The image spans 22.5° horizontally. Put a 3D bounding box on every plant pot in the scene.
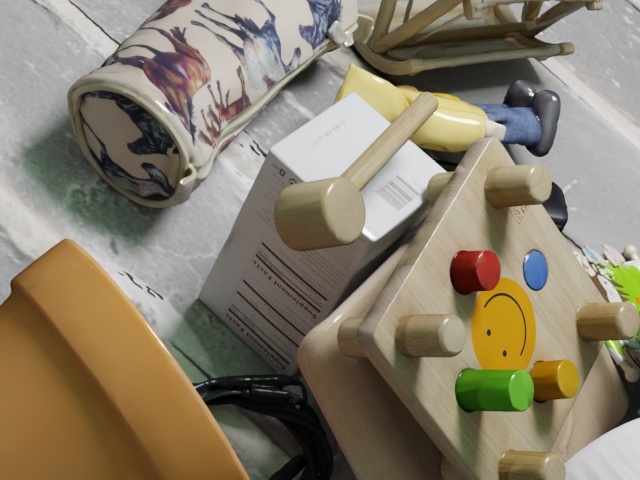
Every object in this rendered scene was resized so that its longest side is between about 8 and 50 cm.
[{"bbox_3d":[-0.211,0.173,1.328,0.203,0.291,0.291,-35,72,-15],"label":"plant pot"}]

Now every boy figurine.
[{"bbox_3d":[0.130,-0.151,1.853,0.285,0.092,0.177,4,17,-30],"label":"boy figurine"}]

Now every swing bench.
[{"bbox_3d":[0.200,-0.301,1.919,0.253,0.254,0.165,-11,63,-31],"label":"swing bench"}]

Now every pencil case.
[{"bbox_3d":[-0.105,-0.194,1.749,0.184,0.160,0.410,25,45,15],"label":"pencil case"}]

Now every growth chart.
[{"bbox_3d":[0.340,0.072,1.793,0.172,0.021,0.237,55,29,16],"label":"growth chart"}]

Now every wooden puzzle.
[{"bbox_3d":[0.139,0.140,1.576,0.348,0.080,0.322,-40,111,-38],"label":"wooden puzzle"}]

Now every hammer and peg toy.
[{"bbox_3d":[0.134,0.036,1.429,0.361,0.127,0.266,54,53,-28],"label":"hammer and peg toy"}]

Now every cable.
[{"bbox_3d":[-0.083,0.198,1.526,0.185,0.047,0.150,0,62,-21],"label":"cable"}]

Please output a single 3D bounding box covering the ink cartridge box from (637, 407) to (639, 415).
[{"bbox_3d":[0.512,0.264,1.739,0.165,0.065,0.332,-24,65,-38],"label":"ink cartridge box"}]

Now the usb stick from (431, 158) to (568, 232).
[{"bbox_3d":[0.155,-0.058,1.837,0.278,0.045,0.077,10,43,-19],"label":"usb stick"}]

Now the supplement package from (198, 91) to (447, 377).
[{"bbox_3d":[0.000,0.000,1.582,0.134,0.244,0.139,42,49,12],"label":"supplement package"}]

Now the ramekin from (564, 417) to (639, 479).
[{"bbox_3d":[0.300,0.277,1.498,0.273,0.272,0.127,-12,48,-32],"label":"ramekin"}]

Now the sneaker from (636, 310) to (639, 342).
[{"bbox_3d":[0.443,0.141,1.585,0.202,0.185,0.483,63,5,-12],"label":"sneaker"}]
